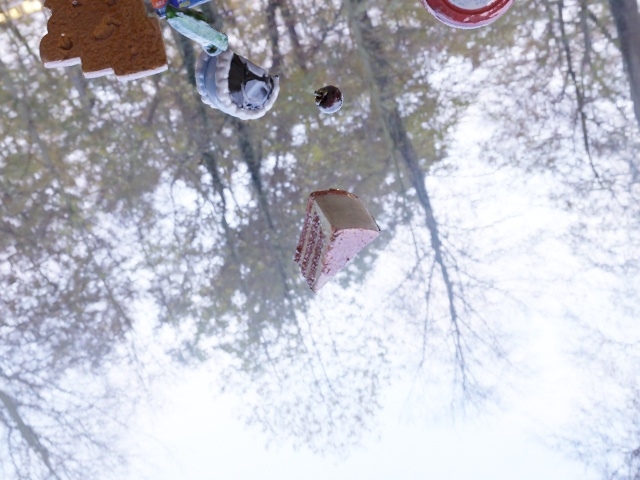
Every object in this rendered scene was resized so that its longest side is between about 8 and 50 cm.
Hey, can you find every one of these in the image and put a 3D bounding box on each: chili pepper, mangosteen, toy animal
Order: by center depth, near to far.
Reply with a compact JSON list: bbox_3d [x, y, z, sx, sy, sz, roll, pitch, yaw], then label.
[{"bbox_3d":[-0.273,-0.462,1.580,0.062,0.108,0.216,-49,166,8],"label":"chili pepper"},{"bbox_3d":[-0.232,-0.412,1.960,0.204,0.208,0.156,26,-89,48],"label":"toy animal"},{"bbox_3d":[0.025,-0.401,2.087,0.081,0.081,0.081,-14,-151,8],"label":"mangosteen"}]

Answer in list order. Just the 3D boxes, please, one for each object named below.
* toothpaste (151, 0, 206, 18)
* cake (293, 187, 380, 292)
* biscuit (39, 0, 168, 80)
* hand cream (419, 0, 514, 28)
[{"bbox_3d":[-0.283,-0.644,1.877,0.076,0.066,0.320,0,-152,44],"label":"toothpaste"},{"bbox_3d":[0.000,0.000,1.906,0.262,0.159,0.158,-46,-130,18],"label":"cake"},{"bbox_3d":[-0.477,-0.466,1.662,0.284,0.306,0.043,-58,-177,-10],"label":"biscuit"},{"bbox_3d":[0.294,-0.554,1.504,0.230,0.230,0.149,-16,-156,5],"label":"hand cream"}]
